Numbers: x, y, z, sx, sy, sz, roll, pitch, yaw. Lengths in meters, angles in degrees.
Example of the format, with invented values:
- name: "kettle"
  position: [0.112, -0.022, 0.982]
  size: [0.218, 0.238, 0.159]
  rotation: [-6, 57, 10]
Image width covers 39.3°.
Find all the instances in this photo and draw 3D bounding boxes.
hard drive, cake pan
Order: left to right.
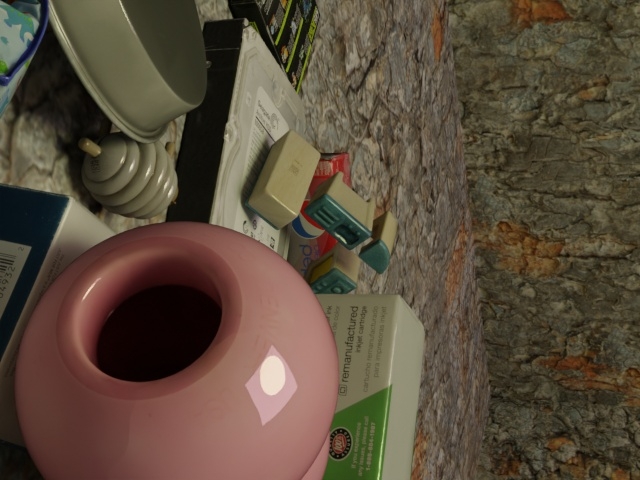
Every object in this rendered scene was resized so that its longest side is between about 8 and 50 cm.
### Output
- name: "cake pan"
  position: [-0.172, -0.233, 0.787]
  size: [0.293, 0.054, 0.293]
  rotation: [-16, 90, -81]
- name: "hard drive"
  position: [-0.097, -0.071, 1.121]
  size: [0.237, 0.064, 0.339]
  rotation: [52, 42, -61]

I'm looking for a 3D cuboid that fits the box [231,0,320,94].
- name: "box"
  position: [-0.058, -0.324, 1.258]
  size: [0.184, 0.045, 0.190]
  rotation: [69, 28, -51]

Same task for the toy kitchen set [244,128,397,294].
- name: "toy kitchen set"
  position: [-0.026, -0.001, 1.140]
  size: [0.207, 0.166, 0.122]
  rotation: [39, 42, -18]

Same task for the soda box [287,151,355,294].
- name: "soda box"
  position: [0.000, 0.000, 1.366]
  size: [0.092, 0.083, 0.263]
  rotation: [-29, 118, -68]

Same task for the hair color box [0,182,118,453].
- name: "hair color box"
  position: [-0.189, 0.104, 0.760]
  size: [0.347, 0.105, 0.174]
  rotation: [53, 52, -60]

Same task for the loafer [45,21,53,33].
- name: "loafer"
  position: [-0.239, -0.235, 0.727]
  size: [0.148, 0.050, 0.056]
  rotation: [67, 29, -48]

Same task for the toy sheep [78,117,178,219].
- name: "toy sheep"
  position: [-0.182, -0.067, 0.848]
  size: [0.132, 0.091, 0.091]
  rotation: [33, 58, -50]

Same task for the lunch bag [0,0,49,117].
- name: "lunch bag"
  position: [-0.240, -0.114, 0.573]
  size: [0.096, 0.129, 0.151]
  rotation: [38, 28, -20]

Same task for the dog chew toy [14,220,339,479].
- name: "dog chew toy"
  position: [-0.084, 0.135, 0.649]
  size: [0.332, 0.207, 0.206]
  rotation: [82, 18, -55]

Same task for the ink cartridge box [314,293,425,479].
- name: "ink cartridge box"
  position: [-0.044, 0.167, 0.952]
  size: [0.117, 0.278, 0.201]
  rotation: [50, 44, -57]
